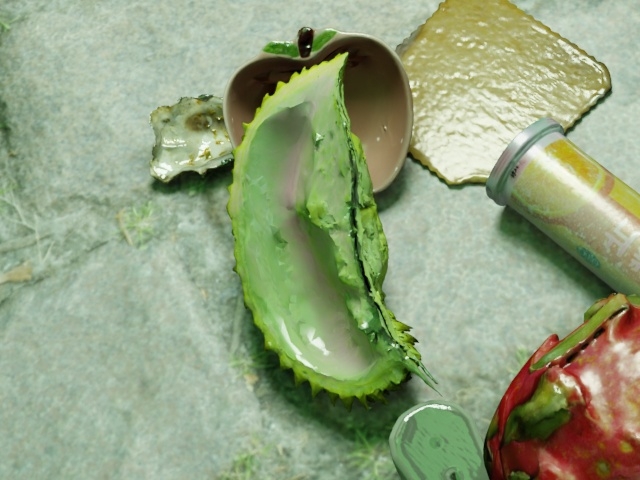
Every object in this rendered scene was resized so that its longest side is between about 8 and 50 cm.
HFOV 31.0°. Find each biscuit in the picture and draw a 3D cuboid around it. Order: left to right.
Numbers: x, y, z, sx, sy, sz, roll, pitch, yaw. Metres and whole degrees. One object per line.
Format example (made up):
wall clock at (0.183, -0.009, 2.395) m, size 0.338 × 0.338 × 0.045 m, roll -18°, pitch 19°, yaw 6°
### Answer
biscuit at (0.181, -0.176, 1.328) m, size 0.232 × 0.013 × 0.237 m, roll -43°, pitch 62°, yaw -11°

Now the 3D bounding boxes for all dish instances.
dish at (0.002, -0.143, 1.286) m, size 0.213 × 0.090 × 0.213 m, roll 1°, pitch 105°, yaw 2°

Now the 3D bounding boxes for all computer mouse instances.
computer mouse at (0.135, 0.241, 1.099) m, size 0.089 × 0.056 × 0.181 m, roll -28°, pitch 67°, yaw -4°

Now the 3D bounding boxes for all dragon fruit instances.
dragon fruit at (0.283, 0.161, 0.996) m, size 0.231 × 0.237 × 0.302 m, roll 42°, pitch 104°, yaw 17°

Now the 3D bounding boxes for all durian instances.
durian at (0.000, 0.000, 1.167) m, size 0.158 × 0.169 × 0.351 m, roll -11°, pitch 88°, yaw -19°

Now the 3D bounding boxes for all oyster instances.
oyster at (-0.127, -0.120, 1.347) m, size 0.148 × 0.051 × 0.103 m, roll -5°, pitch 80°, yaw 11°

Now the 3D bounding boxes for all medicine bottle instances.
medicine bottle at (0.353, 0.040, 1.126) m, size 0.108 × 0.108 × 0.426 m, roll -43°, pitch 63°, yaw -10°
